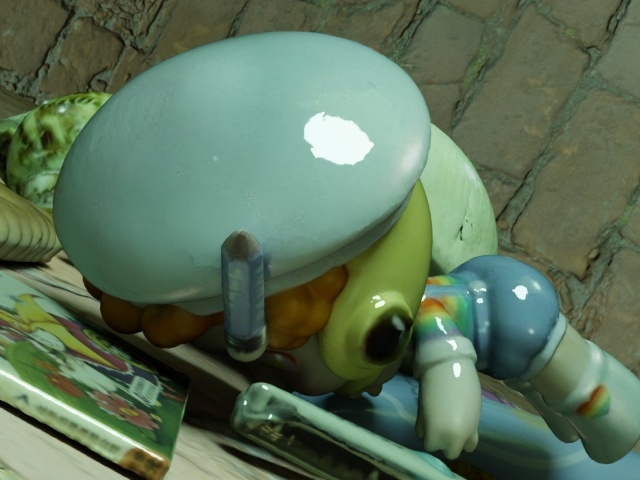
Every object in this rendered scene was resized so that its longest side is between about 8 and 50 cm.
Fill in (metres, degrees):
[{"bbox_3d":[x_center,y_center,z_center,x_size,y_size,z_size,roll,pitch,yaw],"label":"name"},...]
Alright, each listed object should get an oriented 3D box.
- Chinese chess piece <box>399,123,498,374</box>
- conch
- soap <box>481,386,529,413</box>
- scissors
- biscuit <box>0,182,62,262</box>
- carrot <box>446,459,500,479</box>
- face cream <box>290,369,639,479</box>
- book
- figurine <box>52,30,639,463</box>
[{"bbox_3d":[0.000,0.000,1.111,0.250,0.101,0.250,12,-38,10],"label":"Chinese chess piece"},{"bbox_3d":[-0.202,-0.059,1.304,0.187,0.124,0.181,1,3,19],"label":"conch"},{"bbox_3d":[0.186,0.189,1.319,0.203,0.065,0.122,30,1,-1],"label":"soap"},{"bbox_3d":[0.061,0.142,0.875,0.289,0.041,0.138,30,5,-35],"label":"scissors"},{"bbox_3d":[-0.320,-0.078,1.008,0.325,0.044,0.217,30,0,6],"label":"biscuit"},{"bbox_3d":[0.149,0.189,1.034,0.170,0.042,0.042,29,1,-14],"label":"carrot"},{"bbox_3d":[0.132,0.157,1.101,0.385,0.086,0.135,24,11,-16],"label":"face cream"},{"bbox_3d":[-0.204,0.009,0.730,0.322,0.018,0.228,30,1,-4],"label":"book"},{"bbox_3d":[0.031,0.009,0.940,0.382,0.205,0.224,28,2,-40],"label":"figurine"}]
